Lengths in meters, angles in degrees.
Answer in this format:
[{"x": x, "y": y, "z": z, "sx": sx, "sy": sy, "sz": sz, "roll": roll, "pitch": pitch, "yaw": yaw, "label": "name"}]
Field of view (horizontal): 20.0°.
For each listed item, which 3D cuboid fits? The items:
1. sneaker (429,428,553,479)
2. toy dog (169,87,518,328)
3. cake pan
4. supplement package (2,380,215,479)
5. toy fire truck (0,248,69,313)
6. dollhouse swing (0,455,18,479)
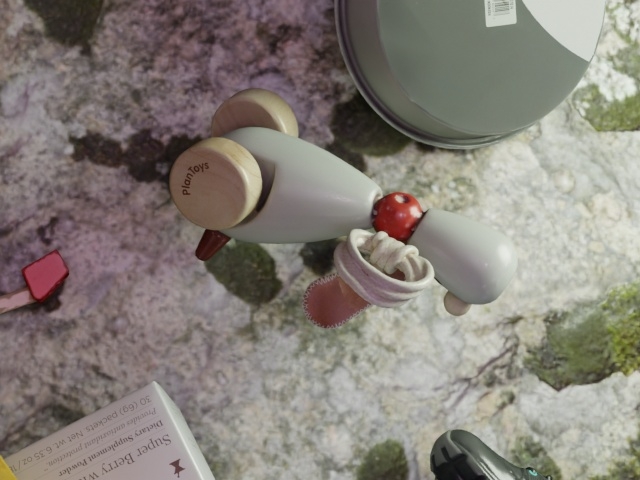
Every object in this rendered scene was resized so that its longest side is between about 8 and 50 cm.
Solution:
[{"x": 0.216, "y": 0.274, "z": 1.746, "sx": 0.267, "sy": 0.101, "sz": 0.106, "roll": 47, "pitch": 58, "yaw": 0, "label": "sneaker"}, {"x": 0.000, "y": 0.000, "z": 1.698, "sx": 0.333, "sy": 0.161, "sz": 0.220, "roll": 38, "pitch": 37, "yaw": 26, "label": "toy dog"}, {"x": 0.155, "y": -0.230, "z": 1.749, "sx": 0.293, "sy": 0.054, "sz": 0.293, "roll": -5, "pitch": 101, "yaw": -24, "label": "cake pan"}, {"x": -0.147, "y": 0.302, "z": 1.607, "sx": 0.177, "sy": 0.175, "sz": 0.293, "roll": -28, "pitch": 77, "yaw": -5, "label": "supplement package"}, {"x": -0.348, "y": 0.033, "z": 1.708, "sx": 0.192, "sy": 0.047, "sz": 0.135, "roll": -34, "pitch": 90, "yaw": -10, "label": "toy fire truck"}, {"x": -0.370, "y": 0.358, "z": 1.472, "sx": 0.305, "sy": 0.347, "sz": 0.315, "roll": -22, "pitch": 44, "yaw": -25, "label": "dollhouse swing"}]
